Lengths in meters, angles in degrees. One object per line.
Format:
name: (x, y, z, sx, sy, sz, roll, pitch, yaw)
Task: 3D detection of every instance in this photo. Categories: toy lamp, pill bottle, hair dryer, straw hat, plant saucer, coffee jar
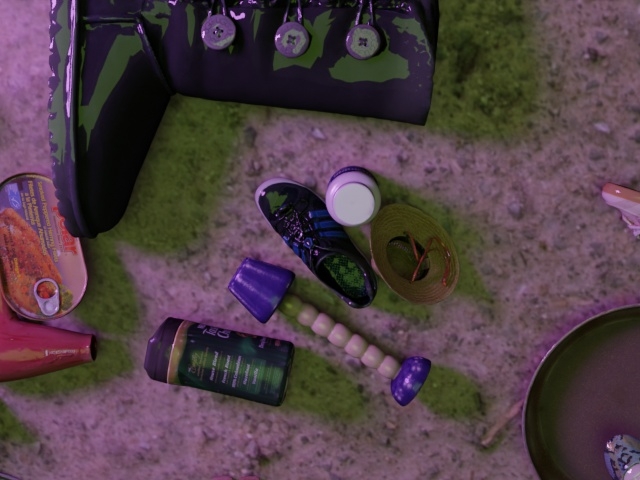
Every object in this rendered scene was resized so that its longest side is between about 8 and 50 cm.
toy lamp: (0.009, 0.113, 1.101, 0.274, 0.080, 0.080, 32, 100, -3)
pill bottle: (0.040, -0.053, 1.047, 0.067, 0.120, 0.067, 0, 101, 2)
hair dryer: (-0.418, 0.080, 1.111, 0.293, 0.080, 0.223, 37, 99, -5)
straw hat: (0.102, 0.028, 1.085, 0.144, 0.144, 0.061, 50, 139, -7)
plant saucer: (0.414, 0.226, 1.122, 0.310, 0.050, 0.311, 0, 101, 2)
coffee jar: (-0.129, 0.153, 1.105, 0.184, 0.096, 0.079, 11, 98, -1)

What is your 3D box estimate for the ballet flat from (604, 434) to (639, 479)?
ballet flat: (0.425, 0.329, 1.085, 0.070, 0.070, 0.188, -35, 97, 8)

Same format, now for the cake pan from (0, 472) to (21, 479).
cake pan: (-0.481, 0.465, 1.199, 0.293, 0.054, 0.293, 0, 101, 2)

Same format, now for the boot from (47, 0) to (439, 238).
boot: (-0.086, -0.175, 1.032, 0.445, 0.146, 0.367, 1, 107, -5)

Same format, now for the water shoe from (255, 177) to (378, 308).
water shoe: (0.000, 0.000, 1.079, 0.203, 0.080, 0.073, 44, 99, -6)

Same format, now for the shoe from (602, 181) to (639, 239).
shoe: (0.439, -0.005, 1.064, 0.219, 0.076, 0.058, 27, 95, -5)

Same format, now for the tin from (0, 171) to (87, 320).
tin: (-0.356, 0.008, 1.090, 0.106, 0.040, 0.190, -13, 85, -8)

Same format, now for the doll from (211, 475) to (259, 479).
doll: (-0.107, 0.419, 1.179, 0.129, 0.046, 0.189, -1, 100, 3)
